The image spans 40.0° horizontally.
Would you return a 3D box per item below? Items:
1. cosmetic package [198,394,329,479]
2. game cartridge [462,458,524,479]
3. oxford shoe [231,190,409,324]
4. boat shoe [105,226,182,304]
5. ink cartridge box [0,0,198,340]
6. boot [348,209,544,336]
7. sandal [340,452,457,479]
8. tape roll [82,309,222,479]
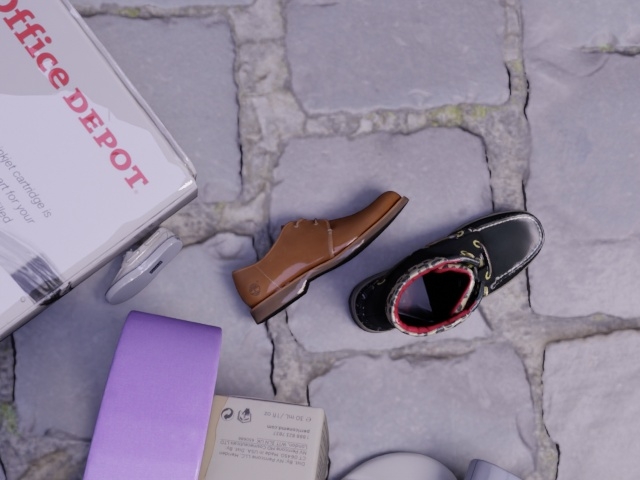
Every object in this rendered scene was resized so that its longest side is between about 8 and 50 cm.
[{"bbox_3d":[-0.066,0.317,0.818,0.113,0.160,0.309,7,64,6],"label":"cosmetic package"},{"bbox_3d":[0.235,0.378,0.916,0.294,0.060,0.196,33,72,-22],"label":"game cartridge"},{"bbox_3d":[0.000,0.000,0.944,0.212,0.076,0.076,-34,82,-9],"label":"oxford shoe"},{"bbox_3d":[-0.194,0.025,0.935,0.100,0.035,0.035,-45,67,-4],"label":"boat shoe"},{"bbox_3d":[-0.353,-0.046,0.844,0.395,0.166,0.285,-37,94,-7],"label":"ink cartridge box"},{"bbox_3d":[0.152,0.035,0.908,0.236,0.178,0.085,-25,91,-8],"label":"boot"},{"bbox_3d":[0.022,0.416,0.912,0.169,0.102,0.416,22,67,11],"label":"sandal"},{"bbox_3d":[-0.160,0.206,0.807,0.090,0.275,0.274,11,86,-7],"label":"tape roll"}]
